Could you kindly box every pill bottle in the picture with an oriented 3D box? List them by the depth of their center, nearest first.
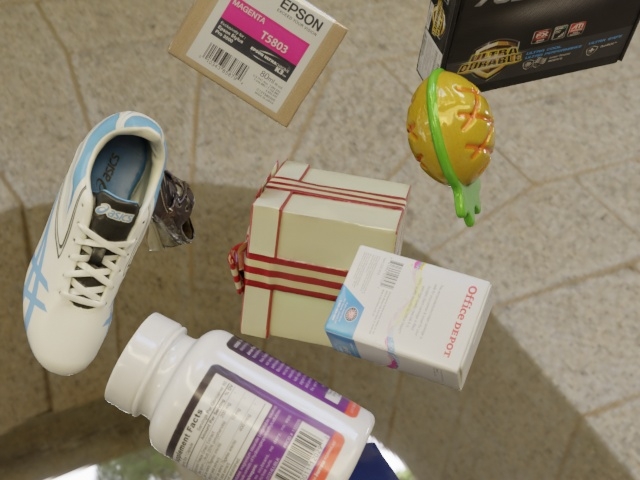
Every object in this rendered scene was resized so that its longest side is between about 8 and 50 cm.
[{"bbox_3d":[-0.065,0.137,0.770,0.108,0.193,0.108,-60,-5,-9],"label":"pill bottle"}]

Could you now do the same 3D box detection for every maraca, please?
[{"bbox_3d":[0.156,-0.108,1.144,0.127,0.099,0.186,-47,-56,-57],"label":"maraca"}]

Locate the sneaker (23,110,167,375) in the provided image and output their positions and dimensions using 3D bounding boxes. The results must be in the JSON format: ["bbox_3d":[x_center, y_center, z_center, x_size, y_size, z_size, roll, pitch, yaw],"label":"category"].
[{"bbox_3d":[-0.194,0.001,0.845,0.085,0.086,0.237,18,-93,-21],"label":"sneaker"}]

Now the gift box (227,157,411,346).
[{"bbox_3d":[0.000,0.000,1.593,0.258,0.255,0.276,9,-72,7],"label":"gift box"}]

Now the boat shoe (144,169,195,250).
[{"bbox_3d":[-0.254,-0.067,1.638,0.092,0.103,0.285,-5,-27,-7],"label":"boat shoe"}]

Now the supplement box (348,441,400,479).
[{"bbox_3d":[0.007,0.502,1.440,0.194,0.195,0.357,-1,-76,-15],"label":"supplement box"}]

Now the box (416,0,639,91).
[{"bbox_3d":[0.284,-0.324,1.230,0.295,0.073,0.293,-13,-33,-16],"label":"box"}]

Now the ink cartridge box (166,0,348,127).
[{"bbox_3d":[-0.102,-0.327,1.613,0.234,0.088,0.193,31,-80,-7],"label":"ink cartridge box"}]

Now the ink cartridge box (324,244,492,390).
[{"bbox_3d":[0.078,0.066,0.852,0.052,0.122,0.088,68,-138,-59],"label":"ink cartridge box"}]
